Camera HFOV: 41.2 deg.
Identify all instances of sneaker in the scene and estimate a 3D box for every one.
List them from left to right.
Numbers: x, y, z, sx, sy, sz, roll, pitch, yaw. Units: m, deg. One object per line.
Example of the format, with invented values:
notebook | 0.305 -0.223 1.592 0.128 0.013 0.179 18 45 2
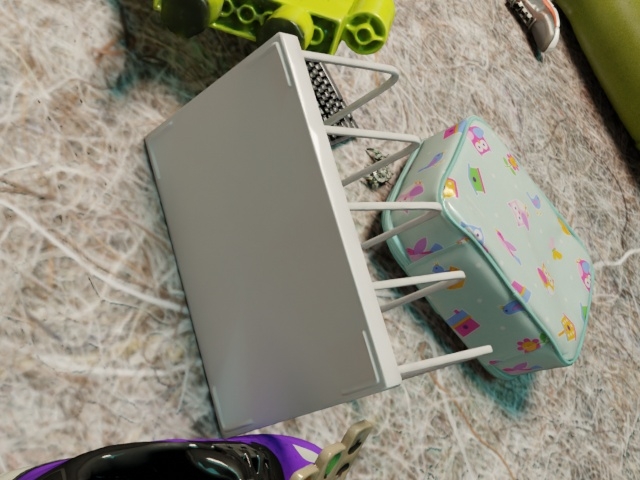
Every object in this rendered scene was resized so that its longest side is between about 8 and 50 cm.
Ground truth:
sneaker | -0.077 0.188 0.600 0.293 0.146 0.102 4 67 -41
sneaker | 0.321 -0.361 1.327 0.065 0.061 0.157 -9 74 -18

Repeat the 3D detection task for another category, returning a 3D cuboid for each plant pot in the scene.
plant pot | 0.581 -0.347 1.374 0.353 0.366 0.366 51 43 5

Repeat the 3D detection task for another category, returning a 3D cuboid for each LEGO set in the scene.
LEGO set | 0.073 -0.069 0.958 0.054 0.023 0.083 -33 94 -47

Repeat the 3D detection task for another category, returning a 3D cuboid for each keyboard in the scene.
keyboard | -0.025 -0.184 0.924 0.108 0.023 0.180 -30 91 -47

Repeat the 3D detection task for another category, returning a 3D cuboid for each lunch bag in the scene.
lunch bag | 0.200 0.009 0.975 0.279 0.108 0.224 49 38 -19

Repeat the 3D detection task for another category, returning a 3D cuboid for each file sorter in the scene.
file sorter | 0.000 0.000 0.736 0.173 0.193 0.277 -5 74 -47

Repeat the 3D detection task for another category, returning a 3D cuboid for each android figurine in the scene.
android figurine | -0.051 -0.238 0.813 0.248 0.056 0.273 18 30 2

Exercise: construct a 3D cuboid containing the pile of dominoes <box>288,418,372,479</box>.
pile of dominoes | -0.046 0.250 0.577 0.040 0.195 0.251 33 36 25
